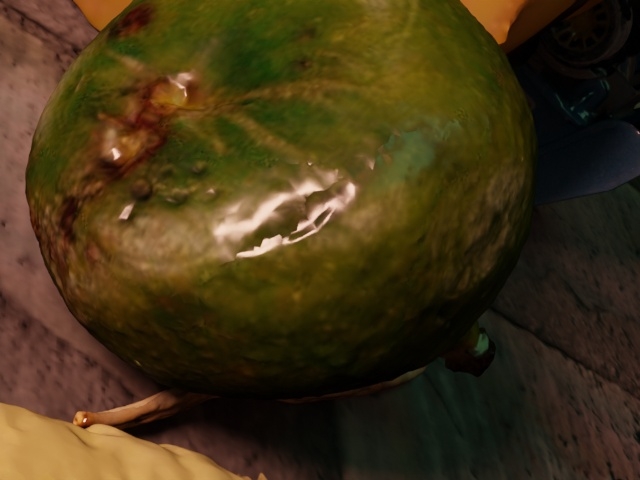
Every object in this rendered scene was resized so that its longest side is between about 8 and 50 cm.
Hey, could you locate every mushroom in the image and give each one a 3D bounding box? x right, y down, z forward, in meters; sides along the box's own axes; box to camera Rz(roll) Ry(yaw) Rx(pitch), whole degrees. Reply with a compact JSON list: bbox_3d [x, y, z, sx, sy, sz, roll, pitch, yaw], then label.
[{"bbox_3d":[-0.010,0.064,0.604,0.028,0.026,0.286,40,24,23],"label":"mushroom"}]

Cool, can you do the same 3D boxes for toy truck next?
[{"bbox_3d":[0.109,-0.184,0.941,0.367,0.175,0.146,53,25,10],"label":"toy truck"}]

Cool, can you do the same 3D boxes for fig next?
[{"bbox_3d":[0.000,0.000,0.568,0.235,0.203,0.203,61,8,-50],"label":"fig"}]

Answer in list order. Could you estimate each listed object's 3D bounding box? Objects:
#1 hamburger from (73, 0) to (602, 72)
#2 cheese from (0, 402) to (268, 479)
[{"bbox_3d":[0.029,-0.263,0.703,0.396,0.396,0.277,50,39,4],"label":"hamburger"},{"bbox_3d":[-0.094,0.100,0.352,0.167,0.094,0.123,21,46,-34],"label":"cheese"}]
